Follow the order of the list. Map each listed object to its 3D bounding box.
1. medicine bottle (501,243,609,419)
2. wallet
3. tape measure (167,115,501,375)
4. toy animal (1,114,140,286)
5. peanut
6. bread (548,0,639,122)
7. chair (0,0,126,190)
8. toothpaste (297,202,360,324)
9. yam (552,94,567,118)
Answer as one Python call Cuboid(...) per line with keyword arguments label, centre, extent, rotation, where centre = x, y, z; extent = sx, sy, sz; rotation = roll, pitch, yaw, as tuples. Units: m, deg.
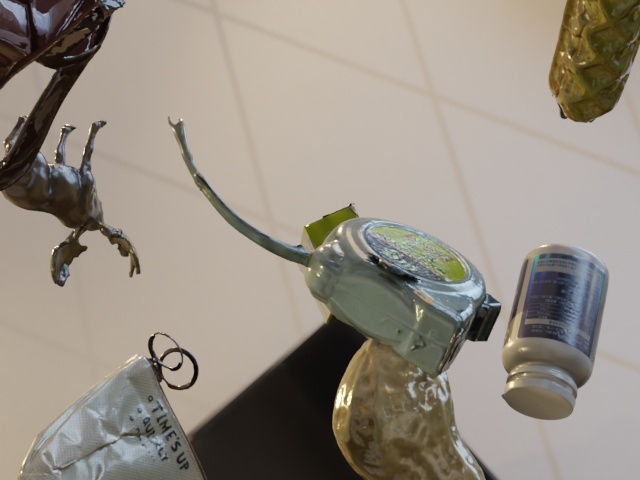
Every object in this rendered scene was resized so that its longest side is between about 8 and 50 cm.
Cuboid(label="medicine bottle", centre=(0.272, 0.107, 1.489), extent=(0.107, 0.107, 0.191), rotation=(110, 178, -59))
Cuboid(label="wallet", centre=(-0.201, 0.301, 1.394), extent=(0.068, 0.335, 0.275), rotation=(-9, 15, 40))
Cuboid(label="tape measure", centre=(-0.001, 0.001, 1.109), extent=(0.164, 0.330, 0.084), rotation=(-10, -51, -63))
Cuboid(label="toy animal", centre=(-0.285, -0.045, 1.441), extent=(0.094, 0.186, 0.214), rotation=(-5, -9, 29))
Cuboid(label="peanut", centre=(0.101, 0.253, 1.554), extent=(0.159, 0.291, 0.143), rotation=(-16, -9, -22))
Cuboid(label="bread", centre=(0.301, -0.235, 1.344), extent=(0.087, 0.098, 0.269), rotation=(-12, -39, -14))
Cuboid(label="chair", centre=(-0.236, -0.184, 0.942), extent=(0.326, 0.175, 0.183), rotation=(-32, 38, 52))
Cuboid(label="toothpaste", centre=(0.026, 0.040, 1.809), extent=(0.077, 0.110, 0.327), rotation=(-23, -8, -6))
Cuboid(label="yam", centre=(0.365, -0.231, 1.927), extent=(0.234, 0.027, 0.029), rotation=(57, -139, -70))
